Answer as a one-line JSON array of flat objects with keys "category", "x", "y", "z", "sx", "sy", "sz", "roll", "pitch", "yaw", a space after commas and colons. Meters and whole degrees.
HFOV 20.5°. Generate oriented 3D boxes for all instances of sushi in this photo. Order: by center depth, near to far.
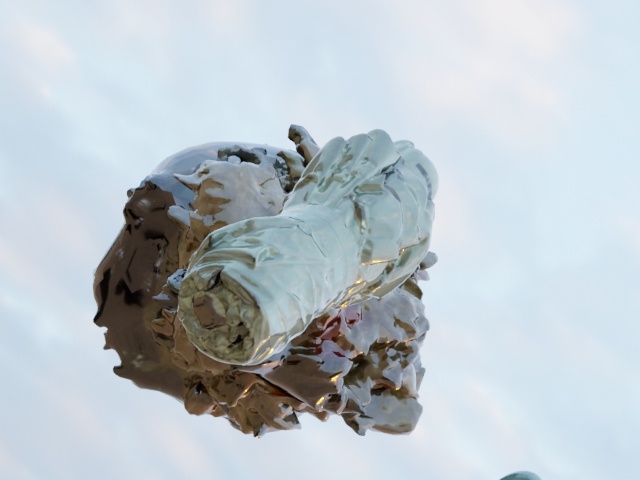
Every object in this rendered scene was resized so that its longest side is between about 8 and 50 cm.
[{"category": "sushi", "x": -0.028, "y": 0.029, "z": 1.252, "sx": 0.219, "sy": 0.239, "sz": 0.225, "roll": 168, "pitch": -79, "yaw": -68}]

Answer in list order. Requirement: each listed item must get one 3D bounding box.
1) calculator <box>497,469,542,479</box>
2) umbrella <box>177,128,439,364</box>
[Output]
[{"category": "calculator", "x": 0.174, "y": 0.273, "z": 1.071, "sx": 0.185, "sy": 0.041, "sz": 0.299, "roll": -50, "pitch": -123, "yaw": 27}, {"category": "umbrella", "x": 0.000, "y": 0.000, "z": 0.678, "sx": 0.062, "sy": 0.143, "sz": 0.067, "roll": 13, "pitch": -57, "yaw": 35}]
